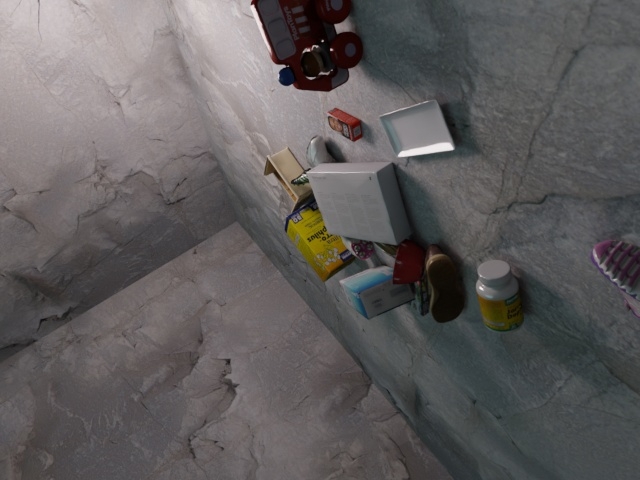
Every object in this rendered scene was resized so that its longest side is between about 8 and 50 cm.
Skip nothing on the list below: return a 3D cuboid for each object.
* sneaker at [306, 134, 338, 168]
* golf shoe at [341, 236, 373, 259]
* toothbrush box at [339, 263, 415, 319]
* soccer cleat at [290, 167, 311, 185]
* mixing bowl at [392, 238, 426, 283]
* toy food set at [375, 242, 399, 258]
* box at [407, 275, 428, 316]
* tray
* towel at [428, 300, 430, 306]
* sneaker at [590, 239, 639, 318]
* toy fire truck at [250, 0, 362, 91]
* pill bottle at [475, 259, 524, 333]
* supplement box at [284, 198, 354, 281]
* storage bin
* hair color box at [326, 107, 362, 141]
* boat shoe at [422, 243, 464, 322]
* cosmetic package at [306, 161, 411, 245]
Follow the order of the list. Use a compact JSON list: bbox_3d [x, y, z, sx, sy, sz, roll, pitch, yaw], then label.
[{"bbox_3d":[0.035,-0.301,1.775,0.130,0.111,0.296,13,138,37],"label":"sneaker"},{"bbox_3d":[0.117,-0.045,1.949,0.306,0.115,0.140,60,165,-8],"label":"golf shoe"},{"bbox_3d":[0.230,0.209,1.825,0.295,0.217,0.126,-163,52,-76],"label":"toothbrush box"},{"bbox_3d":[-0.068,-0.297,2.004,0.179,0.060,0.072,-4,109,35],"label":"soccer cleat"},{"bbox_3d":[0.332,0.085,1.572,0.098,0.181,0.181,13,144,19],"label":"mixing bowl"},{"bbox_3d":[0.269,0.017,1.741,0.132,0.038,0.192,34,176,41],"label":"toy food set"},{"bbox_3d":[0.390,0.206,1.768,0.114,0.036,0.206,39,152,45],"label":"box"},{"bbox_3d":[0.274,-0.313,1.218,0.145,0.030,0.270,63,161,-17],"label":"tray"},{"bbox_3d":[0.430,0.244,1.801,0.083,0.009,0.060,24,144,59],"label":"towel"},{"bbox_3d":[0.652,0.102,0.878,0.236,0.095,0.104,47,168,22],"label":"sneaker"},{"bbox_3d":[-0.039,-0.566,1.222,0.169,0.254,0.302,32,150,52],"label":"toy fire truck"},{"bbox_3d":[0.522,0.163,1.257,0.118,0.118,0.208,29,147,55],"label":"pill bottle"},{"bbox_3d":[0.000,0.000,2.183,0.356,0.194,0.195,52,162,11],"label":"supplement box"},{"bbox_3d":[-0.163,-0.301,2.200,0.262,0.123,0.260,54,161,5],"label":"storage bin"},{"bbox_3d":[0.084,-0.409,1.515,0.141,0.043,0.071,41,157,40],"label":"hair color box"},{"bbox_3d":[0.427,0.154,1.530,0.123,0.124,0.341,-98,-12,-52],"label":"boat shoe"},{"bbox_3d":[0.136,-0.146,1.612,0.378,0.097,0.284,11,131,49],"label":"cosmetic package"}]
